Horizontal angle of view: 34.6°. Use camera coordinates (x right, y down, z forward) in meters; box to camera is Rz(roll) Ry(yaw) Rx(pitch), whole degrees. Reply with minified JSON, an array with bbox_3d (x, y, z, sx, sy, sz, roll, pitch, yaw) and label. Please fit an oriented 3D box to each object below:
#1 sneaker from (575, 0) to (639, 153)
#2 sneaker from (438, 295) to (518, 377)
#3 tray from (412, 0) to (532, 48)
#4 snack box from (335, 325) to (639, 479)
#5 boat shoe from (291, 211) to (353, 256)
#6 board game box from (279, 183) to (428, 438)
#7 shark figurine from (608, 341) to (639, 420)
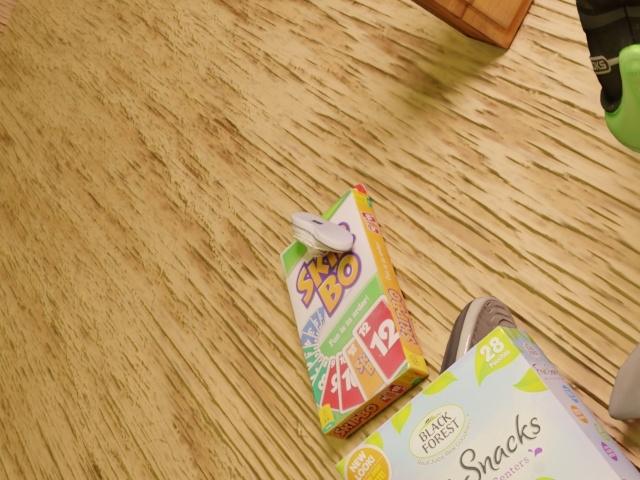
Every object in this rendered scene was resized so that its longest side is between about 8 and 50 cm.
[{"bbox_3d":[0.291,-0.288,0.733,0.185,0.202,0.482,-7,52,36],"label":"sneaker"},{"bbox_3d":[0.100,0.157,0.878,0.118,0.083,0.222,-8,67,49],"label":"sneaker"},{"bbox_3d":[0.190,-0.411,0.960,0.076,0.203,0.411,33,98,52],"label":"tray"},{"bbox_3d":[0.138,0.195,0.749,0.174,0.070,0.207,-44,64,16],"label":"snack box"},{"bbox_3d":[0.000,0.000,1.075,0.100,0.035,0.035,27,119,49],"label":"boat shoe"},{"bbox_3d":[0.026,0.062,1.062,0.124,0.039,0.259,-43,41,28],"label":"board game box"},{"bbox_3d":[0.268,-0.017,0.741,0.166,0.116,0.278,-14,63,45],"label":"shark figurine"}]
